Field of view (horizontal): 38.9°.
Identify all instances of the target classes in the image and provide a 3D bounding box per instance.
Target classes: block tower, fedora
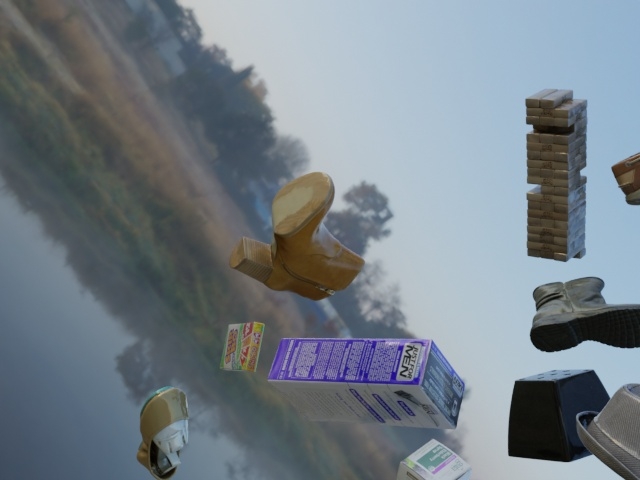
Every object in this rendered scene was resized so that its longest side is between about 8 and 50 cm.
[{"bbox_3d":[0.459,-0.118,1.766,0.091,0.097,0.335,10,-64,38],"label":"block tower"},{"bbox_3d":[0.533,0.309,1.374,0.275,0.124,0.244,33,14,24],"label":"fedora"}]

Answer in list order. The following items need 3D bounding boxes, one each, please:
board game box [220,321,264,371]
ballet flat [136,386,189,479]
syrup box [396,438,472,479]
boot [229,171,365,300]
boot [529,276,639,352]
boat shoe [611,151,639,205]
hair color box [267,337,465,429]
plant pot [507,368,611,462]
[{"bbox_3d":[-0.211,0.280,2.382,0.039,0.124,0.259,14,-12,-17],"label":"board game box"},{"bbox_3d":[-0.225,0.293,1.348,0.073,0.080,0.232,54,-29,22],"label":"ballet flat"},{"bbox_3d":[0.190,0.485,1.642,0.096,0.093,0.237,32,-50,34],"label":"syrup box"},{"bbox_3d":[0.000,0.001,1.579,0.211,0.295,0.104,20,48,-31],"label":"boot"},{"bbox_3d":[0.487,0.112,1.590,0.161,0.246,0.083,-62,138,-52],"label":"boot"},{"bbox_3d":[0.747,-0.204,1.877,0.116,0.324,0.123,53,-2,3],"label":"boat shoe"},{"bbox_3d":[0.090,0.279,1.780,0.339,0.110,0.185,-2,-36,32],"label":"hair color box"},{"bbox_3d":[0.519,0.371,1.964,0.187,0.188,0.167,-15,-96,59],"label":"plant pot"}]
